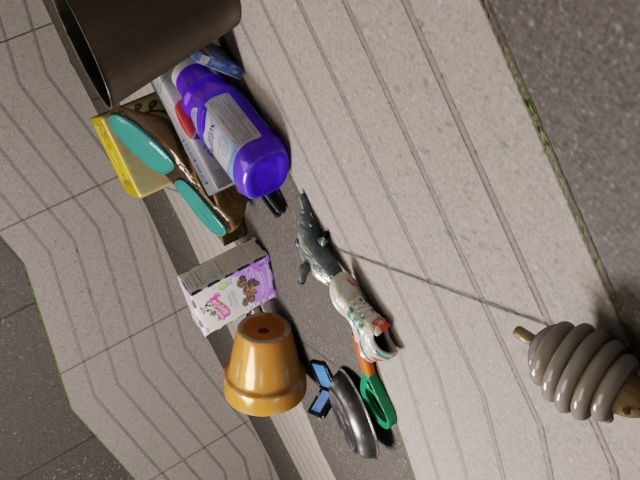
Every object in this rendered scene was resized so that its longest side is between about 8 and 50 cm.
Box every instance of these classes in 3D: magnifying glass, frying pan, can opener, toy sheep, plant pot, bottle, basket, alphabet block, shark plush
[{"bbox_3d":[0.094,0.255,1.320,0.092,0.026,0.230,40,154,51],"label":"magnifying glass"},{"bbox_3d":[0.050,0.358,1.536,0.326,0.053,0.197,177,74,-76],"label":"frying pan"},{"bbox_3d":[-0.126,-0.119,1.312,0.186,0.073,0.059,53,162,-9],"label":"can opener"},{"bbox_3d":[0.227,0.114,0.635,0.132,0.091,0.091,25,144,32],"label":"toy sheep"},{"bbox_3d":[-0.135,0.285,1.745,0.205,0.205,0.187,40,137,49],"label":"plant pot"},{"bbox_3d":[-0.160,-0.200,1.218,0.282,0.092,0.118,53,155,27],"label":"bottle"},{"bbox_3d":[-0.243,-0.327,1.039,0.154,0.227,0.204,27,141,61],"label":"basket"},{"bbox_3d":[-0.359,-0.220,1.569,0.192,0.197,0.193,66,162,-15],"label":"alphabet block"},{"bbox_3d":[0.000,0.000,1.196,0.067,0.073,0.161,-16,81,52],"label":"shark plush"}]

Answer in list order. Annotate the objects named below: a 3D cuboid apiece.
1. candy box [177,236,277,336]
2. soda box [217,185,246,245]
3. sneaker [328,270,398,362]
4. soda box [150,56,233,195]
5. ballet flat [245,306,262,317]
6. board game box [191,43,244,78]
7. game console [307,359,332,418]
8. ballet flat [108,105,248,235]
[{"bbox_3d":[-0.207,0.106,1.636,0.070,0.196,0.164,49,159,35],"label":"candy box"},{"bbox_3d":[-0.217,-0.073,1.618,0.058,0.061,0.181,49,159,36],"label":"soda box"},{"bbox_3d":[0.074,0.118,1.135,0.075,0.057,0.161,-13,104,55],"label":"sneaker"},{"bbox_3d":[-0.230,-0.233,1.366,0.286,0.091,0.098,64,162,-7],"label":"soda box"},{"bbox_3d":[-0.187,0.212,1.968,0.084,0.058,0.249,21,137,63],"label":"ballet flat"},{"bbox_3d":[-0.179,-0.299,1.154,0.090,0.090,0.020,47,113,36],"label":"board game box"},{"bbox_3d":[-0.008,0.339,1.650,0.071,0.107,0.122,35,166,-10],"label":"game console"},{"bbox_3d":[-0.269,-0.162,1.456,0.342,0.124,0.116,46,150,-19],"label":"ballet flat"}]
